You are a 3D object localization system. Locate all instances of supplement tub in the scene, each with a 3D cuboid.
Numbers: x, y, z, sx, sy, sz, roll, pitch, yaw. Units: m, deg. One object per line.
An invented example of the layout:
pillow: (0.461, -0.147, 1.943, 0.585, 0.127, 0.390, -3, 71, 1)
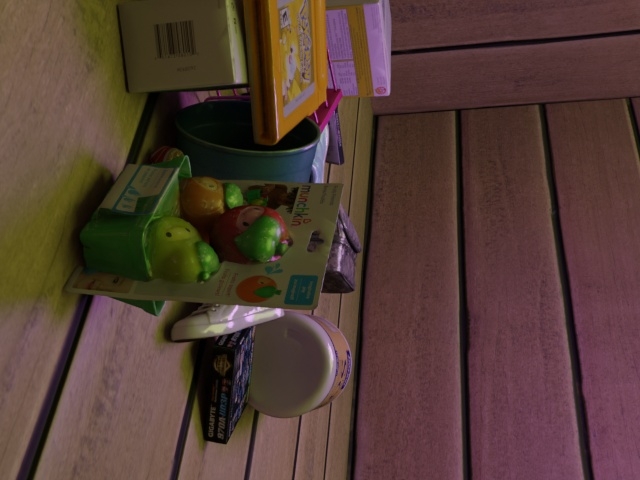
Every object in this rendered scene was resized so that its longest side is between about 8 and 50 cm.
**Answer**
supplement tub: (-0.056, 0.293, 1.925, 0.331, 0.241, 0.241, 31, 57, -76)

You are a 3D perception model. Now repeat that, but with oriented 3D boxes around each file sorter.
file sorter: (-0.104, -0.319, 1.784, 0.290, 0.202, 0.182, -64, 150, -42)

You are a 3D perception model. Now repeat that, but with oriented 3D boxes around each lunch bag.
lunch bag: (0.000, 0.000, 2.323, 0.305, 0.213, 0.256, 54, 39, -69)

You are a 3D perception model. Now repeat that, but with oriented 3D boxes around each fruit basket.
fruit basket: (-0.157, -0.019, 1.194, 0.327, 0.353, 0.165, -76, 161, -54)

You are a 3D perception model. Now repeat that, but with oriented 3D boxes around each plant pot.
plant pot: (-0.148, -0.105, 1.550, 0.271, 0.272, 0.255, -71, 170, -62)

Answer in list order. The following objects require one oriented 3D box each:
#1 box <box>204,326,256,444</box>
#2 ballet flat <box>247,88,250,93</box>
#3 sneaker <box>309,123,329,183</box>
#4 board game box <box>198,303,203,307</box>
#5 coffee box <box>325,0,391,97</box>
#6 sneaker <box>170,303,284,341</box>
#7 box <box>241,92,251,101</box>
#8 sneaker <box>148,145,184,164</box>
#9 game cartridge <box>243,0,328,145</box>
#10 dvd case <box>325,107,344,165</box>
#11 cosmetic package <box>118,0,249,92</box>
box: (-0.183, 0.280, 1.658, 0.175, 0.051, 0.220, -63, 161, -69)
ballet flat: (-0.163, -0.403, 1.979, 0.206, 0.073, 0.067, 53, 39, -68)
sneaker: (-0.046, -0.265, 2.381, 0.150, 0.135, 0.365, -39, 125, -80)
board game box: (-0.215, 0.068, 1.669, 0.170, 0.048, 0.141, -80, 162, -46)
coffee box: (0.021, -0.638, 2.280, 0.338, 0.335, 0.337, 75, 15, -54)
sneaker: (-0.189, 0.121, 1.552, 0.290, 0.106, 0.123, -13, 89, -57)
box: (-0.146, -0.214, 2.049, 0.270, 0.060, 0.216, 66, 23, -61)
sneaker: (-0.280, -0.109, 1.392, 0.042, 0.067, 0.118, 24, 94, -38)
game cartridge: (-0.051, -0.356, 1.469, 0.323, 0.053, 0.285, -52, 144, -58)
dvd case: (-0.014, -0.359, 2.491, 0.030, 0.179, 0.238, -34, 127, -39)
cosmetic package: (-0.199, -0.353, 1.467, 0.365, 0.197, 0.155, -40, 126, -74)
